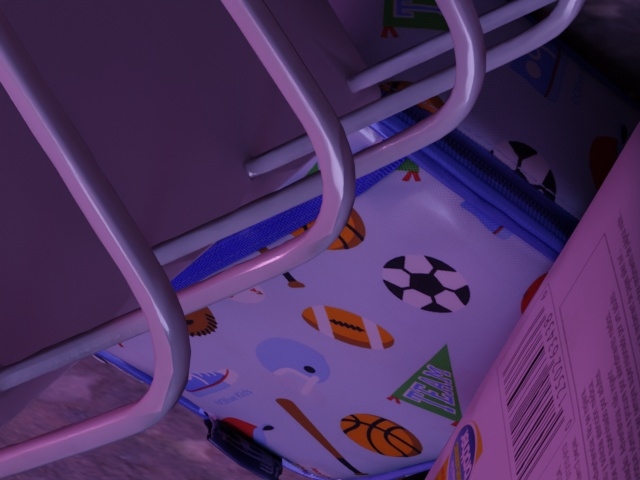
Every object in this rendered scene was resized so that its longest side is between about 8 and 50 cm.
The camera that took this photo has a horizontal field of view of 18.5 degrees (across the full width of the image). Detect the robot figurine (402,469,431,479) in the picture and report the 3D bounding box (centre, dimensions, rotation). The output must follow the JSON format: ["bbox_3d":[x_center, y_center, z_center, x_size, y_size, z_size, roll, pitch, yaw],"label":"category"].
[{"bbox_3d":[0.052,0.245,1.107,0.173,0.278,0.209,-33,88,19],"label":"robot figurine"}]

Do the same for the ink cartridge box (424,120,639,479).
[{"bbox_3d":[0.131,0.111,0.631,0.151,0.270,0.395,26,113,-9],"label":"ink cartridge box"}]

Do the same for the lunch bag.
[{"bbox_3d":[0.000,0.000,0.850,0.243,0.115,0.303,34,146,-23],"label":"lunch bag"}]

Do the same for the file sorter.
[{"bbox_3d":[-0.054,-0.081,0.519,0.173,0.277,0.193,-22,105,43],"label":"file sorter"}]
